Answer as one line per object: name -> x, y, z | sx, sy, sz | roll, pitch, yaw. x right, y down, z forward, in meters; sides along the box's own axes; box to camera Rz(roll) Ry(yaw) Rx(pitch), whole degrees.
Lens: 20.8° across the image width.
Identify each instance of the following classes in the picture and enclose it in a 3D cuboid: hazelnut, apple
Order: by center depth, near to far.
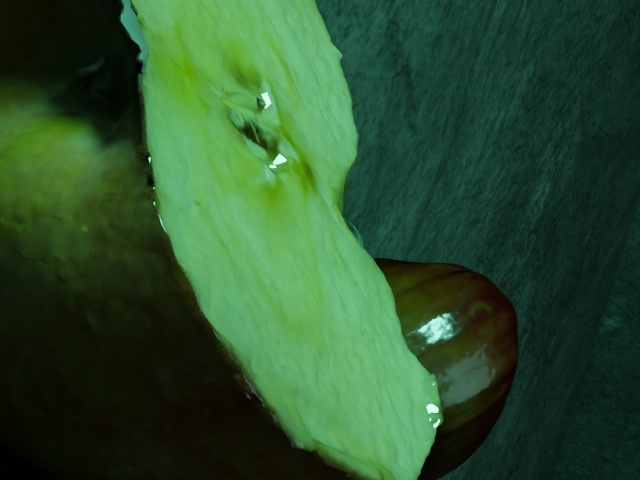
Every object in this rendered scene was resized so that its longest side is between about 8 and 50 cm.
apple -> -0.085, -0.012, 0.702 | 0.251, 0.163, 0.293 | 33, 36, -55
hazelnut -> 0.046, 0.098, 1.315 | 0.212, 0.180, 0.181 | 114, -19, -66

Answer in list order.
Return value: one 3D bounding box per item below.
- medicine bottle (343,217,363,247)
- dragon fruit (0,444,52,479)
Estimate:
medicine bottle -> 0.000, 0.000, 1.248 | 0.047, 0.047, 0.083 | -68, 164, -3
dragon fruit -> -0.182, 0.121, 0.703 | 0.236, 0.135, 0.137 | 21, 96, -56
